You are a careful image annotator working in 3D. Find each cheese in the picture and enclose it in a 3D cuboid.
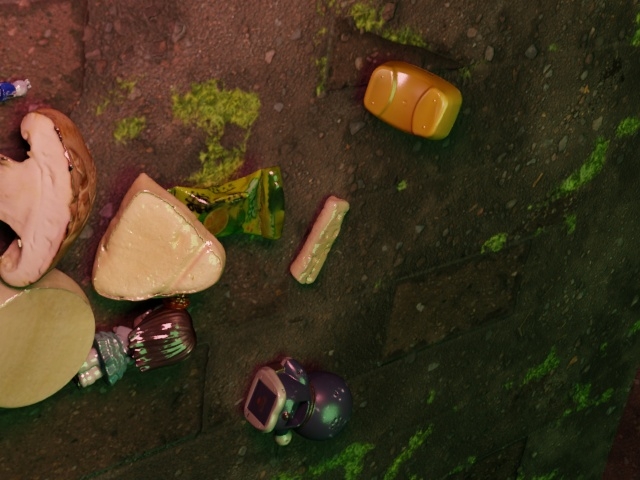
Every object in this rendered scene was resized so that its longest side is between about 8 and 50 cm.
[{"bbox_3d":[0.000,0.000,2.262,0.065,0.043,0.194,16,104,-48],"label":"cheese"}]

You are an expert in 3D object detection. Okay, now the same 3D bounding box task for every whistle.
[{"bbox_3d":[-0.471,-0.223,1.655,0.083,0.029,0.033,-19,145,-44],"label":"whistle"}]

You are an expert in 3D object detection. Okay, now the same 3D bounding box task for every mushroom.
[{"bbox_3d":[-0.423,-0.070,1.746,0.151,0.156,0.285,-28,135,-68],"label":"mushroom"}]

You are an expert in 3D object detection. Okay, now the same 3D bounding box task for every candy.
[{"bbox_3d":[-0.187,-0.055,2.017,0.246,0.069,0.149,-12,123,-24],"label":"candy"}]

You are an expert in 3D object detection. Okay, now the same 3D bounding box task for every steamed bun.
[{"bbox_3d":[-0.274,0.015,1.931,0.212,0.110,0.231,26,110,-16],"label":"steamed bun"}]

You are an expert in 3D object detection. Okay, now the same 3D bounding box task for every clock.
[{"bbox_3d":[-0.042,0.359,2.403,0.243,0.146,0.199,11,105,-40],"label":"clock"}]

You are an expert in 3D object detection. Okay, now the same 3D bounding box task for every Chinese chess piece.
[{"bbox_3d":[-0.499,0.157,1.836,0.250,0.101,0.250,-25,132,-31],"label":"Chinese chess piece"}]

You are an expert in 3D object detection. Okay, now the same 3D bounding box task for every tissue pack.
[{"bbox_3d":[0.185,-0.272,2.150,0.127,0.178,0.123,-13,128,-61],"label":"tissue pack"}]

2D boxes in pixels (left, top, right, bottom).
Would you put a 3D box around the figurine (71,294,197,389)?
[{"bbox_3d":[-0.340,0.187,2.014,0.246,0.110,0.137,-22,128,-23],"label":"figurine"}]
